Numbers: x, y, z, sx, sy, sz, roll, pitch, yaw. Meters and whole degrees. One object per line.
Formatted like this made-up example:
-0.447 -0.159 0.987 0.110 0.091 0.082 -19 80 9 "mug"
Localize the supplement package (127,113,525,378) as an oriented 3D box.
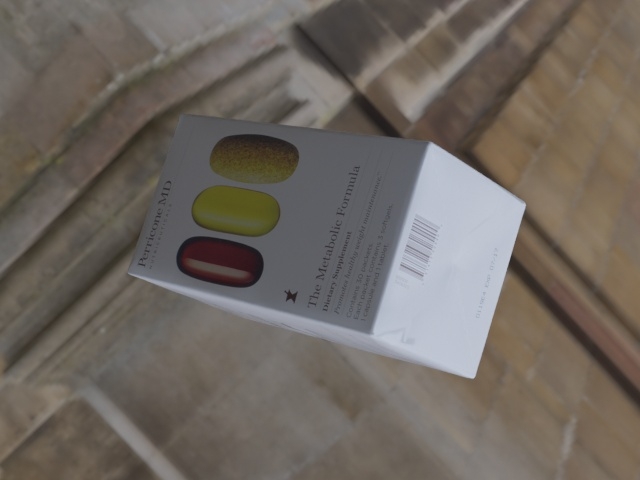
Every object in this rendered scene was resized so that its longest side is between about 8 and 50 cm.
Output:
0.000 0.000 0.944 0.244 0.134 0.139 10 -101 41 "supplement package"
